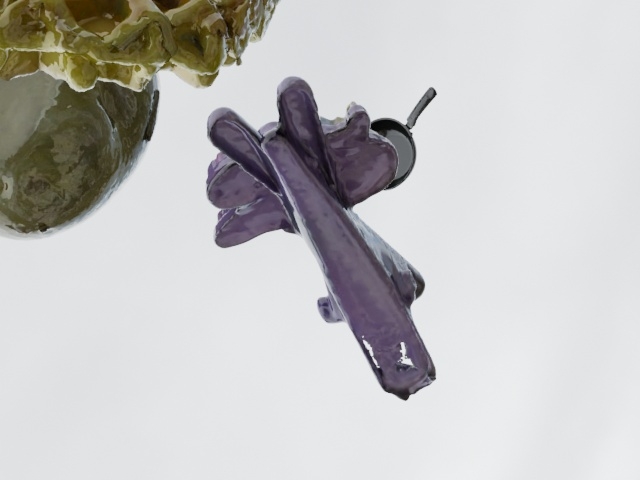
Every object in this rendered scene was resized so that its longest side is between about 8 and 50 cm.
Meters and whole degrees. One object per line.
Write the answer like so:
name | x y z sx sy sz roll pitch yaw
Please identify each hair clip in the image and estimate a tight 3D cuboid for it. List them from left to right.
hair clip | 0.000 -0.007 1.052 0.090 0.137 0.278 -99 -16 -50

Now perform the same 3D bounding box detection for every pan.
pan | 0.077 -0.096 1.444 0.023 0.068 0.115 0 -44 -52

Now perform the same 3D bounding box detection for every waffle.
waffle | -0.091 -0.126 0.670 0.194 0.149 0.051 -65 -5 -50

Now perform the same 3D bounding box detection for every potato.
potato | -0.208 -0.092 1.130 0.160 0.178 0.235 46 -161 -35
